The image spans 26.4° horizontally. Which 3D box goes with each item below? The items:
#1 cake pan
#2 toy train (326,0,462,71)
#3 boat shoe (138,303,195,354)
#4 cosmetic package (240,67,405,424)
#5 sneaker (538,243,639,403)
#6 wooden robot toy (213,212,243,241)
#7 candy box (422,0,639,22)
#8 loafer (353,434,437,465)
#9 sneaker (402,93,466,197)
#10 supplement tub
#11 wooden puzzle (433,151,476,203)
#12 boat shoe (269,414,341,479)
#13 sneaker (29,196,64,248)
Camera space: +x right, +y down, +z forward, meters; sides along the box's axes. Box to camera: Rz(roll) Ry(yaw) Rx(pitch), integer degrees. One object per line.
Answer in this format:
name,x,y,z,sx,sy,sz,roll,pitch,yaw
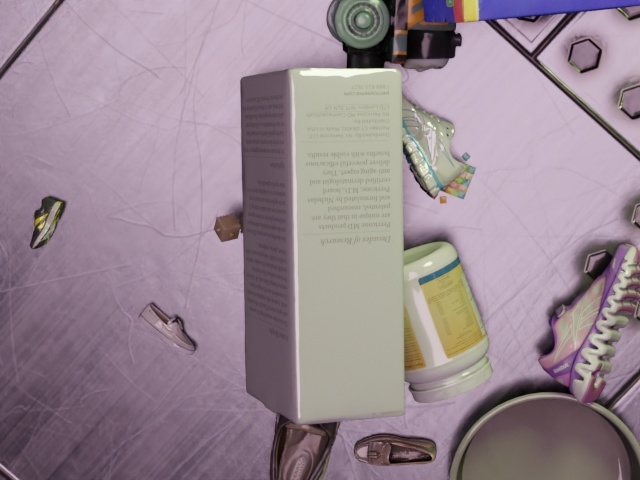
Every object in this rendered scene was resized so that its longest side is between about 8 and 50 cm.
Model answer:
cake pan,0.336,0.360,2.021,0.293,0.054,0.293,1,99,4
toy train,0.110,-0.392,1.874,0.190,0.142,0.334,1,100,-6
boat shoe,-0.223,0.131,2.031,0.100,0.035,0.035,37,103,4
cosmetic package,0.000,0.000,1.836,0.161,0.230,0.453,-2,95,-19
sneaker,0.385,0.109,1.962,0.104,0.095,0.236,23,91,32
wooden robot toy,-0.082,-0.054,1.981,0.173,0.076,0.079,-25,57,-15
candy box,0.287,-0.431,1.797,0.317,0.122,0.268,-9,100,-21
loafer,0.111,0.316,2.035,0.125,0.039,0.045,-1,100,4
sneaker,0.144,-0.162,1.947,0.083,0.071,0.191,-30,98,-5
supplement tub,0.155,0.116,1.946,0.144,0.144,0.200,-20,98,7
wooden puzzle,0.194,-0.090,1.978,0.049,0.006,0.083,21,100,0
boat shoe,-0.016,0.264,2.008,0.102,0.092,0.285,15,100,2
sneaker,-0.411,-0.027,2.022,0.035,0.031,0.083,32,96,12
